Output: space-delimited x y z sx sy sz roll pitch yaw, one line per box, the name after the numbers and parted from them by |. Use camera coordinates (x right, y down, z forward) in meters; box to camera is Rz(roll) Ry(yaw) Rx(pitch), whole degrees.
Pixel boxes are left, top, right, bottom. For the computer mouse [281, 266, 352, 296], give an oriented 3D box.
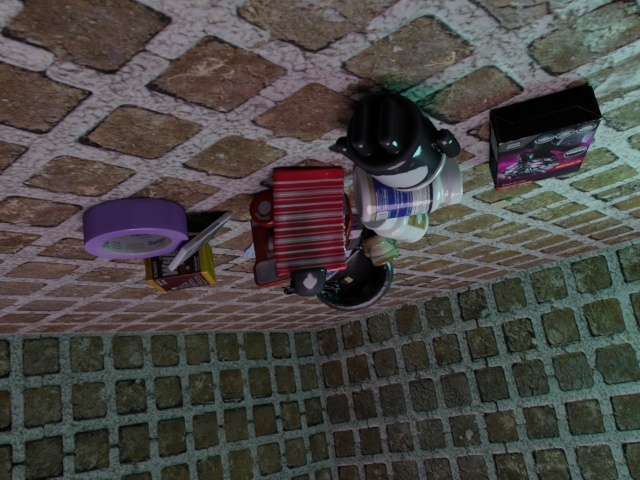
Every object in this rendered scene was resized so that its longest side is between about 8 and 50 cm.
0.002 0.121 1.550 0.184 0.060 0.262 -4 166 -12 | computer mouse

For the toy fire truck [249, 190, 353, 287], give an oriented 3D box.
-0.052 -0.013 1.634 0.302 0.253 0.169 -13 164 13 | toy fire truck

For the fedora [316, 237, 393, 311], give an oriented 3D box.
0.122 0.114 2.310 0.334 0.333 0.152 -13 -161 11 | fedora

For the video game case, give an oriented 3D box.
-0.364 0.004 1.754 0.183 0.023 0.201 -43 -177 -32 | video game case

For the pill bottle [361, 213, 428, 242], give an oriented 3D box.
0.229 -0.070 1.828 0.131 0.131 0.229 -20 161 34 | pill bottle

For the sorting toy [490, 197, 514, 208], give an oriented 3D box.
0.650 -0.133 2.073 0.083 0.012 0.062 -17 158 36 | sorting toy

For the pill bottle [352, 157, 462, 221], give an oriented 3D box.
0.227 -0.140 1.540 0.265 0.153 0.153 -8 164 -5 | pill bottle

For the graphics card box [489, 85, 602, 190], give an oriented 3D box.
0.551 -0.242 1.482 0.233 0.094 0.371 -13 163 12 | graphics card box

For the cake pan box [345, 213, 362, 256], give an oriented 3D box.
0.000 0.000 2.021 0.267 0.070 0.245 -7 160 -14 | cake pan box

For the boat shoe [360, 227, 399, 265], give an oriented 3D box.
0.198 -0.006 2.019 0.122 0.110 0.341 -24 -170 1 | boat shoe

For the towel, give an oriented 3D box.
-0.025 -0.052 1.513 0.199 0.274 0.031 -3 -176 -21 | towel

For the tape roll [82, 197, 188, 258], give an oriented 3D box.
-0.508 -0.028 1.621 0.275 0.090 0.275 -9 165 -3 | tape roll

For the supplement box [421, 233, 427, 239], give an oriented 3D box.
0.354 -0.024 2.228 0.083 0.043 0.055 -8 163 -9 | supplement box

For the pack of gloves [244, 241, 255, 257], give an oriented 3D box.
-0.164 0.035 2.129 0.195 0.046 0.232 -2 163 -22 | pack of gloves

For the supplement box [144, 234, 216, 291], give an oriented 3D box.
-0.465 0.080 1.951 0.194 0.129 0.191 -9 165 -3 | supplement box

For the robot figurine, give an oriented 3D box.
0.161 -0.201 1.240 0.173 0.209 0.278 -51 152 10 | robot figurine
